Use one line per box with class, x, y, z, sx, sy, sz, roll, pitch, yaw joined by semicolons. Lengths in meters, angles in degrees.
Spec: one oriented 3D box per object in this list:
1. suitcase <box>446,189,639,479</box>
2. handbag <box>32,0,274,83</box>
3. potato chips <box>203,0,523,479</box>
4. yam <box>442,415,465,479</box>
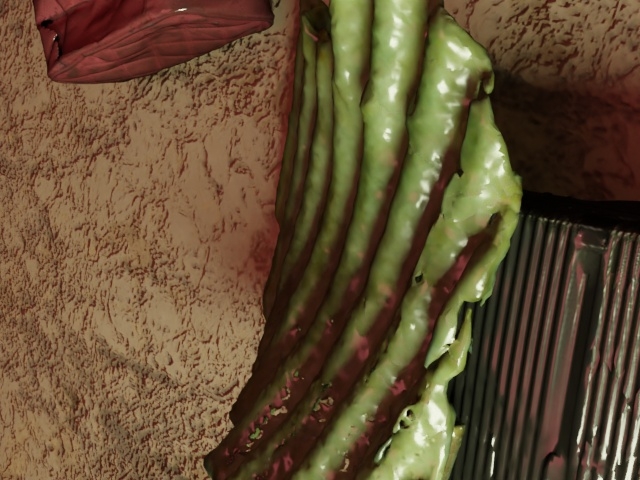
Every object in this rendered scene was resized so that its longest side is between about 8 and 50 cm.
suitcase;0.179;0.142;0.641;0.230;0.152;0.334;14;104;39
handbag;-0.158;-0.227;0.899;0.225;0.146;0.135;-12;92;40
potato chips;0.000;0.008;0.707;0.373;0.097;0.389;-156;75;-71
yam;0.045;0.213;0.651;0.029;0.027;0.234;32;110;36
